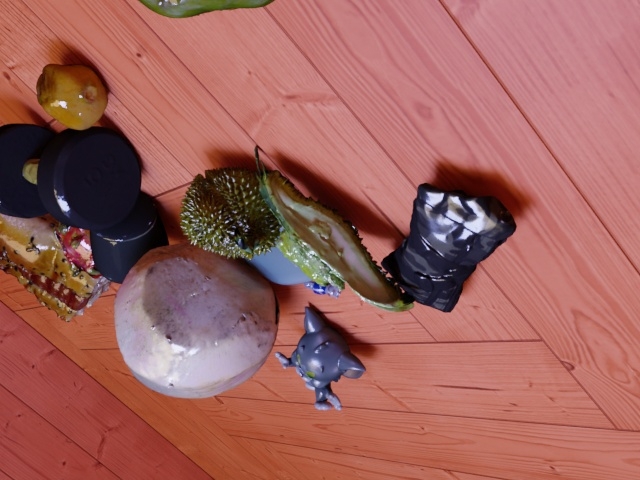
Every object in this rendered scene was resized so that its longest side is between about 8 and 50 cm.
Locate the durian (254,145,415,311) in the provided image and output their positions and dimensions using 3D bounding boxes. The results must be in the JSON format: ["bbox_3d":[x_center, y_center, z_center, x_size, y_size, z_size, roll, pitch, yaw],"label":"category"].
[{"bbox_3d":[0.003,-0.005,1.296,0.375,0.132,0.107,42,159,13],"label":"durian"}]

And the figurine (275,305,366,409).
[{"bbox_3d":[0.012,0.284,1.740,0.193,0.140,0.265,48,172,27],"label":"figurine"}]

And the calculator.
[{"bbox_3d":[-0.090,0.017,1.533,0.185,0.041,0.299,46,151,-20],"label":"calculator"}]

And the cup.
[{"bbox_3d":[-0.434,-0.025,1.732,0.223,0.169,0.177,52,158,32],"label":"cup"}]

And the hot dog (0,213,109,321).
[{"bbox_3d":[-0.741,0.036,2.110,0.365,0.196,0.367,41,149,-4],"label":"hot dog"}]

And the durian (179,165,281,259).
[{"bbox_3d":[-0.147,-0.046,1.379,0.198,0.159,0.146,17,160,23],"label":"durian"}]

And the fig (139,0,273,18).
[{"bbox_3d":[-0.128,-0.384,0.844,0.206,0.206,0.275,9,114,39],"label":"fig"}]

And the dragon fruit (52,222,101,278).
[{"bbox_3d":[-0.545,-0.003,1.858,0.160,0.166,0.172,-4,131,45],"label":"dragon fruit"}]

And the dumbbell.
[{"bbox_3d":[-0.537,-0.135,1.609,0.322,0.204,0.204,8,142,39],"label":"dumbbell"}]

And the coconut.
[{"bbox_3d":[-0.253,0.168,1.640,0.352,0.353,0.353,26,150,16],"label":"coconut"}]

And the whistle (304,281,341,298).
[{"bbox_3d":[0.004,0.092,1.565,0.083,0.029,0.033,11,107,29],"label":"whistle"}]

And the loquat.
[{"bbox_3d":[-0.451,-0.264,1.429,0.137,0.113,0.137,25,175,2],"label":"loquat"}]

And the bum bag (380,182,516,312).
[{"bbox_3d":[0.178,0.017,1.198,0.144,0.095,0.340,29,154,6],"label":"bum bag"}]
